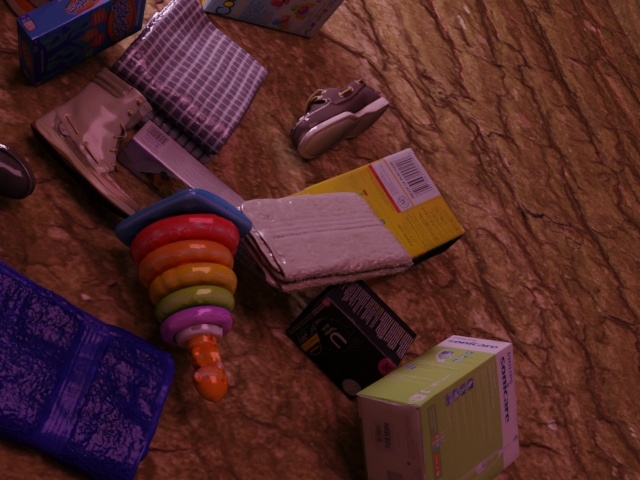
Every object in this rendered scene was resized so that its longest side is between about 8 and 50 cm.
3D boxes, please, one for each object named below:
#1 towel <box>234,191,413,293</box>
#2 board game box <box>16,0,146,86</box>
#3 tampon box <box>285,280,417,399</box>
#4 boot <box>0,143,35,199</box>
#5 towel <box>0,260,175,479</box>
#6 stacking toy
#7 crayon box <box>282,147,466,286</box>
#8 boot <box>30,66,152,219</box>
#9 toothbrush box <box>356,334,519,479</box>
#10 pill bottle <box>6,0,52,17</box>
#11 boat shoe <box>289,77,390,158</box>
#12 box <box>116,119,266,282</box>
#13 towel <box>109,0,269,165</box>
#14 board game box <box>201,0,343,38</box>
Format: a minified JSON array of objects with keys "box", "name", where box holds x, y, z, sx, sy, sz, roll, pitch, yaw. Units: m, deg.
[{"box":[0.000,0.000,1.630,0.282,0.049,0.187,-6,46,-37],"name":"towel"},{"box":[-0.373,-0.340,1.576,0.210,0.160,0.047,-35,84,-21],"name":"board game box"},{"box":[0.051,0.153,1.639,0.161,0.120,0.101,45,38,-2],"name":"tampon box"},{"box":[-0.515,-0.089,1.353,0.190,0.076,0.208,32,25,3],"name":"boot"},{"box":[-0.345,0.169,1.311,0.308,0.076,0.227,30,42,-20],"name":"towel"},{"box":[-0.179,0.094,1.442,0.175,0.166,0.302,31,39,-55],"name":"stacking toy"},{"box":[0.087,-0.029,1.819,0.318,0.081,0.202,-22,75,-35],"name":"crayon box"},{"box":[-0.317,-0.150,1.545,0.213,0.077,0.165,45,72,2],"name":"boot"},{"box":[0.194,0.295,1.581,0.283,0.122,0.206,-22,110,-47],"name":"toothbrush box"},{"box":[-0.349,-0.523,1.625,0.224,0.392,0.224,23,46,-26],"name":"pill bottle"},{"box":[0.024,-0.246,1.953,0.097,0.116,0.324,47,35,7],"name":"boat shoe"},{"box":[-0.187,-0.063,1.651,0.324,0.063,0.067,40,42,-9],"name":"box"},{"box":[-0.228,-0.289,1.755,0.235,0.121,0.283,37,41,-13],"name":"towel"},{"box":[-0.105,-0.537,2.048,0.275,0.144,0.142,5,54,-40],"name":"board game box"}]
